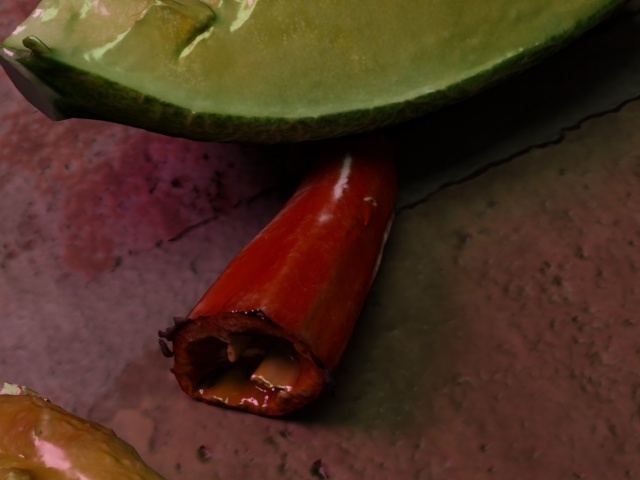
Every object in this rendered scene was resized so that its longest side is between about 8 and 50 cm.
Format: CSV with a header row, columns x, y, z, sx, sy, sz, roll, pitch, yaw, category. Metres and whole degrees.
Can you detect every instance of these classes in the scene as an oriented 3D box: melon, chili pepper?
x,y,z,sx,sy,sz,roll,pitch,yaw,category
0.002,-0.117,0.932,0.323,0.124,0.196,-30,31,-19,melon
-0.002,0.002,0.891,0.088,0.065,0.169,-10,35,37,chili pepper

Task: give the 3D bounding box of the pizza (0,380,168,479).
x,y,z,sx,sy,sz,roll,pitch,yaw,category
-0.142,0.189,0.715,0.287,0.075,0.280,-33,51,-30,pizza
